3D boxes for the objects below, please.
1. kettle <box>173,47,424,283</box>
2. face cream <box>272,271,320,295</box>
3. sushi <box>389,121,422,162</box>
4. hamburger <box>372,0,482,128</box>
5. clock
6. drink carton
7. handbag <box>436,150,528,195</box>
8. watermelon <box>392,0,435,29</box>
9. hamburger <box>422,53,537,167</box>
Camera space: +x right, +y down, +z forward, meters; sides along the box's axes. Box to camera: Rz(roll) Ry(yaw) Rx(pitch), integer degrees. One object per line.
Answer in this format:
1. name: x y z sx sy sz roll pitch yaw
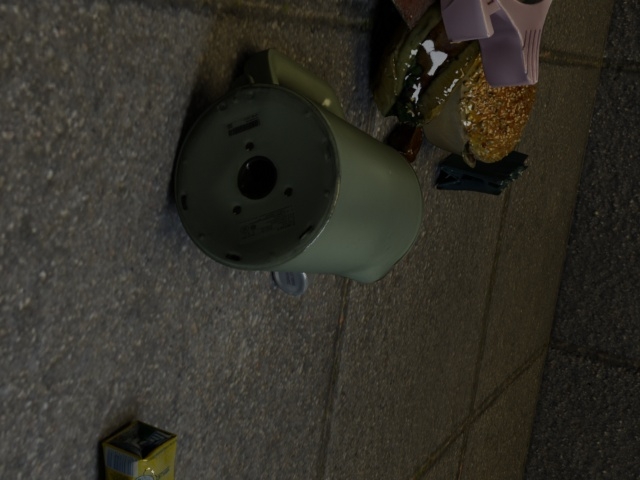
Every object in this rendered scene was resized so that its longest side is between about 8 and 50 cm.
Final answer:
1. kettle: -0.028 -0.077 1.195 0.205 0.265 0.318 -50 158 13
2. face cream: 0.000 0.000 1.427 0.198 0.057 0.084 -50 142 -45
3. sushi: 0.145 -0.166 1.674 0.120 0.055 0.052 -67 146 -47
4. hamburger: 0.196 -0.320 1.512 0.309 0.132 0.211 -51 174 -31
5. clock: 0.289 -0.370 1.414 0.275 0.080 0.290 -9 102 -40
6. drink carton: -0.207 0.313 1.111 0.084 0.074 0.200 -32 130 -58
7. handbag: 0.336 -0.147 1.996 0.221 0.144 0.057 -32 128 -58
8. watermelon: 0.134 -0.432 1.400 0.193 0.140 0.256 30 75 -35
9. hamburger: 0.299 -0.291 1.802 0.302 0.170 0.302 -40 136 -54
